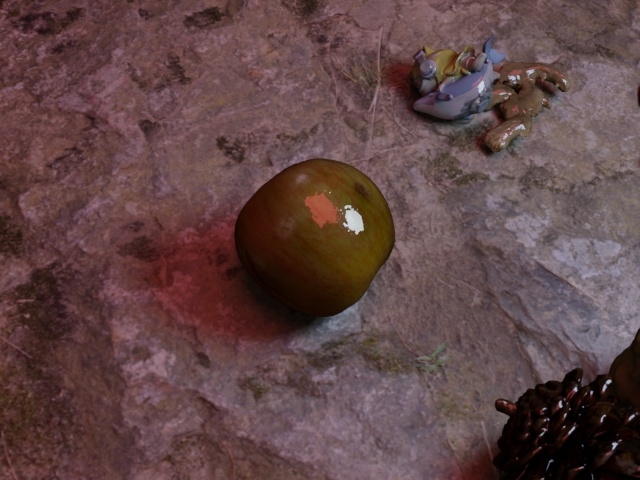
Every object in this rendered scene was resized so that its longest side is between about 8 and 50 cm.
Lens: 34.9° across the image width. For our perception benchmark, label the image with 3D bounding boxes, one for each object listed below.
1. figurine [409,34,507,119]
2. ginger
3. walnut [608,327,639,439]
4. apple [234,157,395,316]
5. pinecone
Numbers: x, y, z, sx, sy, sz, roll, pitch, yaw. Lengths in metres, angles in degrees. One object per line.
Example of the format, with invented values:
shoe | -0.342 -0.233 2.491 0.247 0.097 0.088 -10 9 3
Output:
figurine | 0.268 -0.323 2.001 0.208 0.128 0.184 -39 64 10
ginger | 0.383 -0.272 2.039 0.149 0.065 0.258 27 60 25
walnut | 0.597 0.207 1.578 0.253 0.277 0.282 28 71 11
apple | 0.000 0.000 1.667 0.264 0.264 0.264 4 54 -6
pinecone | 0.390 0.329 1.502 0.309 0.244 0.244 48 60 3
